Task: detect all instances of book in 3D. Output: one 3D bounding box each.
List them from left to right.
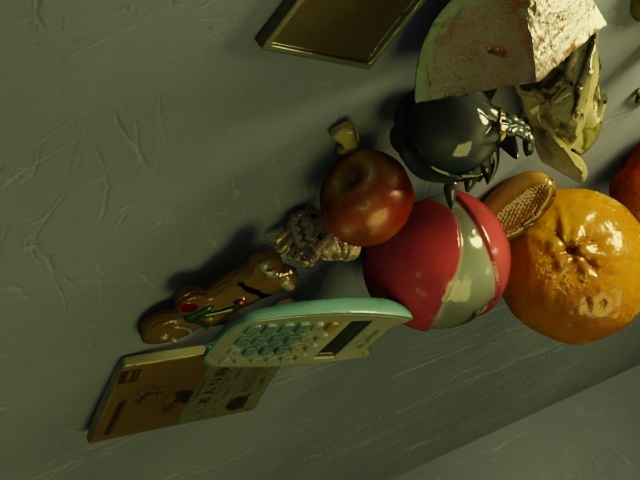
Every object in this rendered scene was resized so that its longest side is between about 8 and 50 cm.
[{"bbox_3d":[-0.251,0.288,2.166,0.388,0.032,0.269,-7,142,-34],"label":"book"}]

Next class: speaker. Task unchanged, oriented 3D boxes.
[{"bbox_3d":[0.223,0.044,2.159,0.294,0.294,0.294,-26,154,-14],"label":"speaker"}]

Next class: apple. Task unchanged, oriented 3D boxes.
[{"bbox_3d":[0.078,-0.068,1.800,0.163,0.163,0.139,-37,135,9],"label":"apple"}]

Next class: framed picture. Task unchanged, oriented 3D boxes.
[{"bbox_3d":[0.085,-0.359,1.448,0.240,0.020,0.324,-1,140,-49],"label":"framed picture"}]

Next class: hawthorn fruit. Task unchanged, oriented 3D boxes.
[{"bbox_3d":[0.804,-0.112,2.444,0.275,0.299,0.275,25,90,-83],"label":"hawthorn fruit"}]

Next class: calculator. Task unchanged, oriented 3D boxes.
[{"bbox_3d":[-0.038,0.176,2.050,0.386,0.054,0.256,-4,154,-29],"label":"calculator"}]

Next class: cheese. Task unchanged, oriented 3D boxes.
[{"bbox_3d":[0.040,-0.161,1.744,0.044,0.030,0.083,-16,160,4],"label":"cheese"}]

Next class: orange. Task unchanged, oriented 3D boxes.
[{"bbox_3d":[0.543,0.052,2.352,0.340,0.341,0.293,-36,167,6],"label":"orange"}]

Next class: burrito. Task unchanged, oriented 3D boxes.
[{"bbox_3d":[0.417,-0.244,1.896,0.135,0.190,0.332,6,159,20],"label":"burrito"}]

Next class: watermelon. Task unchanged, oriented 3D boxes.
[{"bbox_3d":[0.284,-0.311,1.609,0.260,0.176,0.256,-39,172,-43],"label":"watermelon"}]

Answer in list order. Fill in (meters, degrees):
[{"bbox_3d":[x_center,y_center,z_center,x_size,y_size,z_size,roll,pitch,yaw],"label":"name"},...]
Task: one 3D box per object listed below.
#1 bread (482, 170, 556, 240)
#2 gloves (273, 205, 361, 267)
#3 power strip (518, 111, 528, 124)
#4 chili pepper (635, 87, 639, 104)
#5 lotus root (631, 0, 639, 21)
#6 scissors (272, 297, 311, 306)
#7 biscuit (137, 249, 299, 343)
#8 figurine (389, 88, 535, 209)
[{"bbox_3d":[0.401,-0.074,2.250,0.189,0.114,0.077,-42,-167,18],"label":"bread"},{"bbox_3d":[0.001,-0.006,1.884,0.144,0.110,0.094,-12,145,-39],"label":"gloves"},{"bbox_3d":[0.427,-0.246,2.038,0.123,0.032,0.056,-21,153,-25],"label":"power strip"},{"bbox_3d":[0.664,-0.290,2.244,0.091,0.030,0.034,17,101,-62],"label":"chili pepper"},{"bbox_3d":[0.635,-0.433,1.896,0.183,0.078,0.203,-32,154,-4],"label":"lotus root"},{"bbox_3d":[-0.114,0.198,2.210,0.242,0.030,0.118,-45,152,25],"label":"scissors"},{"bbox_3d":[-0.179,0.112,1.900,0.301,0.049,0.197,-26,156,12],"label":"biscuit"},{"bbox_3d":[0.231,-0.176,1.785,0.265,0.175,0.197,-18,161,-44],"label":"figurine"}]
